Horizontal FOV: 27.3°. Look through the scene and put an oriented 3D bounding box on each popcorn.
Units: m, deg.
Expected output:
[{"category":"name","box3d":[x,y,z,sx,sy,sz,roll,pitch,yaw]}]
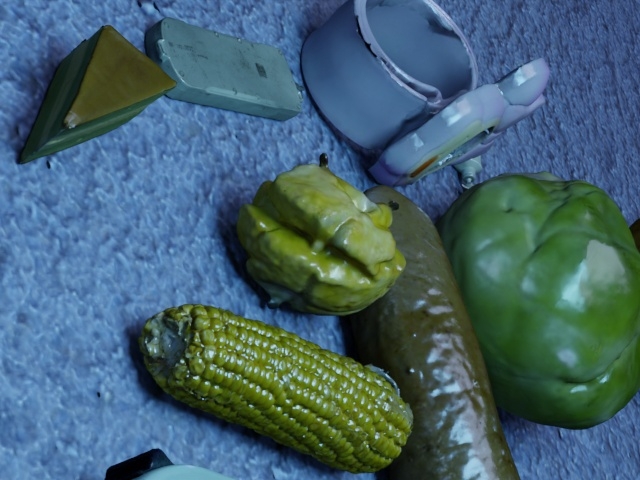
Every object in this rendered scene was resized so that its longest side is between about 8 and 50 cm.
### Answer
[{"category":"popcorn","box3d":[0.000,0.000,1.229,0.167,0.148,0.152,46,65,-48]}]

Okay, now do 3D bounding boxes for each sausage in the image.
[{"category":"sausage","box3d":[0.115,0.169,1.287,0.136,0.123,0.500,18,52,-61]}]

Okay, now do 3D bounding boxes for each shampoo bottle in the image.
[{"category":"shampoo bottle","box3d":[0.187,-0.115,1.675,0.049,0.034,0.141,39,41,-42]}]

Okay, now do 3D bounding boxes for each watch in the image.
[{"category":"watch","box3d":[0.112,-0.193,1.496,0.248,0.211,0.217,-26,81,-49]}]

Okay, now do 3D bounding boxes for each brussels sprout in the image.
[{"category":"brussels sprout","box3d":[0.243,0.049,1.442,0.274,0.243,0.316,25,47,-52]}]

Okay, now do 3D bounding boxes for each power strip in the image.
[{"category":"power strip","box3d":[-0.090,-0.169,1.326,0.227,0.029,0.080,6,61,-52]}]

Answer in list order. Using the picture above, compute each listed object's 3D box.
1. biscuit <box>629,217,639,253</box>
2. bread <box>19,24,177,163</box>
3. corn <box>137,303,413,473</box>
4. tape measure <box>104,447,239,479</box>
[{"category":"biscuit","box3d":[0.525,0.119,1.920,0.326,0.107,0.325,30,45,-36]},{"category":"bread","box3d":[-0.185,-0.100,1.101,0.084,0.074,0.139,40,38,-27]},{"category":"corn","box3d":[-0.029,0.126,1.137,0.293,0.106,0.106,30,45,-41]},{"category":"tape measure","box3d":[-0.092,0.325,0.906,0.215,0.098,0.351,29,42,-44]}]
